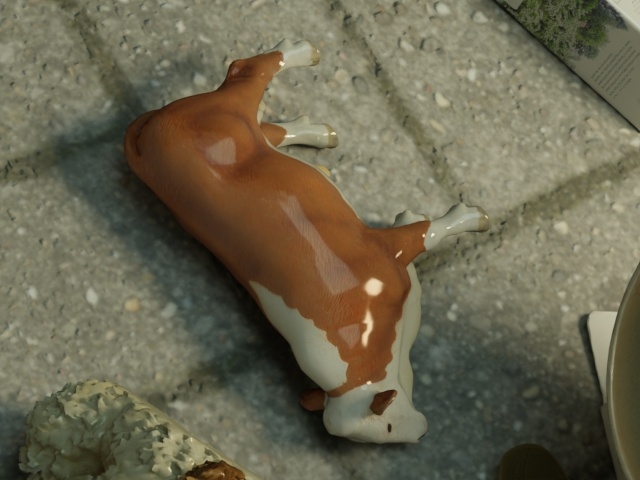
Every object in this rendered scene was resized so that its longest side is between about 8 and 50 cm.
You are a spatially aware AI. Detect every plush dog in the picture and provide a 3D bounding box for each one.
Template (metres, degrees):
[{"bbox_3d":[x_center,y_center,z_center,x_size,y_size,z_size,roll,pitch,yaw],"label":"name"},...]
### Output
[{"bbox_3d":[-0.115,0.234,1.222,0.262,0.210,0.225,32,86,0],"label":"plush dog"}]

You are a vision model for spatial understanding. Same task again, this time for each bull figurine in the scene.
[{"bbox_3d":[0.000,0.000,1.408,0.310,0.101,0.188,48,56,5],"label":"bull figurine"}]

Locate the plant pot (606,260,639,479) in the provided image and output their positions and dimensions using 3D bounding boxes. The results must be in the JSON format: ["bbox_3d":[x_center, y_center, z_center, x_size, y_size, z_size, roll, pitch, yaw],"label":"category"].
[{"bbox_3d":[0.357,0.096,1.273,0.191,0.284,0.284,18,54,-48],"label":"plant pot"}]

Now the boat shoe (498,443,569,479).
[{"bbox_3d":[0.164,0.220,1.394,0.056,0.048,0.153,-16,64,-12],"label":"boat shoe"}]

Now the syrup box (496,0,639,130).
[{"bbox_3d":[0.223,-0.210,1.588,0.237,0.093,0.096,42,59,4],"label":"syrup box"}]

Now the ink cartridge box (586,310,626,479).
[{"bbox_3d":[0.337,0.188,1.418,0.207,0.119,0.353,-3,66,-19],"label":"ink cartridge box"}]
